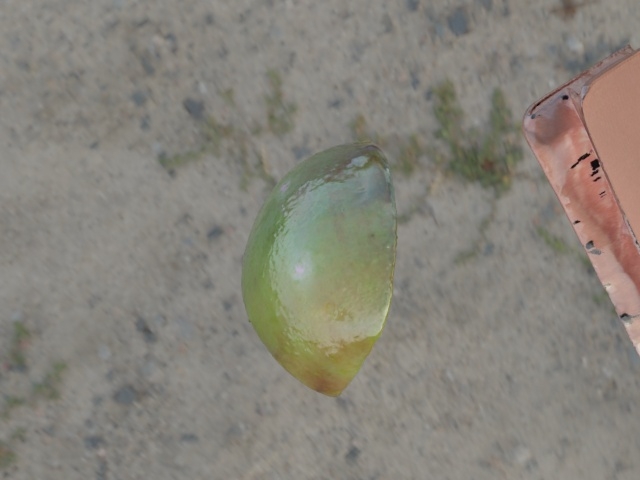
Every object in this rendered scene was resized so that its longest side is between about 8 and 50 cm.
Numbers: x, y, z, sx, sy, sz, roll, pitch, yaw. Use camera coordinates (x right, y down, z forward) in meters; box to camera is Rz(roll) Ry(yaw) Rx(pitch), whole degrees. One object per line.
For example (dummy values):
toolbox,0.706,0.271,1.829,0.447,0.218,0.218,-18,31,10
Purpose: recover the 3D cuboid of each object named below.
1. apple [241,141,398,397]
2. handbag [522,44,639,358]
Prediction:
apple,0.000,0.000,1.496,0.120,0.193,0.265,13,40,-18
handbag,0.244,-0.029,1.135,0.059,0.157,0.212,-20,99,47
